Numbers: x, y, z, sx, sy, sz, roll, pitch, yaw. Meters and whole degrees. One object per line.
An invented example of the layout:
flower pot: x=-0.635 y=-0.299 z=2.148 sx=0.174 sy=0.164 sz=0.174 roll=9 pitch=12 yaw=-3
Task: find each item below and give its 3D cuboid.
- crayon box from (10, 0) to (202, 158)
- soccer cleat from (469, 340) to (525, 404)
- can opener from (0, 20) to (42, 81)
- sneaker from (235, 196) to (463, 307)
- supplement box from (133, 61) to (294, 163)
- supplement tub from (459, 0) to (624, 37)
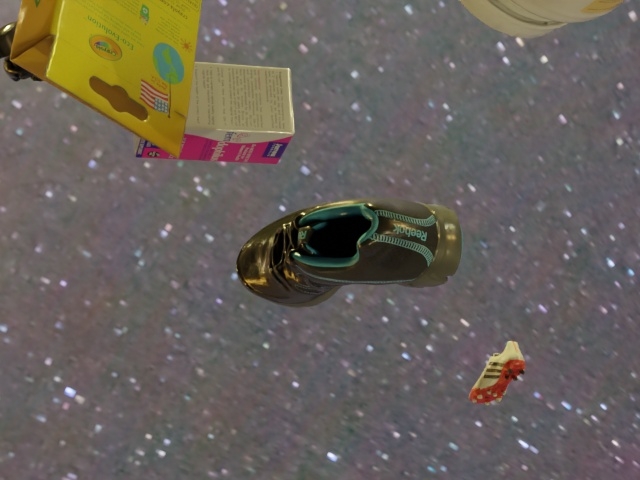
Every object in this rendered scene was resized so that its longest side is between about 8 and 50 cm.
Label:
crayon box: x=-0.239 y=-0.260 z=1.394 sx=0.081 sy=0.202 sz=0.319 roll=-20 pitch=-127 yaw=36
soccer cleat: x=0.167 y=0.128 z=1.152 sx=0.083 sy=0.029 sz=0.036 roll=124 pitch=-30 yaw=-46
can opener: x=-0.337 y=-0.248 z=1.497 sx=0.059 sy=0.073 sz=0.186 roll=2 pitch=-153 yaw=22
sneaker: x=0.000 y=0.000 z=1.403 sx=0.340 sy=0.139 sz=0.125 roll=-13 pitch=-110 yaw=46
supplement box: x=-0.158 y=-0.187 z=1.765 sx=0.220 sy=0.111 sz=0.114 roll=0 pitch=-111 yaw=-16
supplement tub: x=0.289 y=-0.374 z=1.246 sx=0.331 sy=0.241 sz=0.241 roll=-32 pitch=-133 yaw=53
